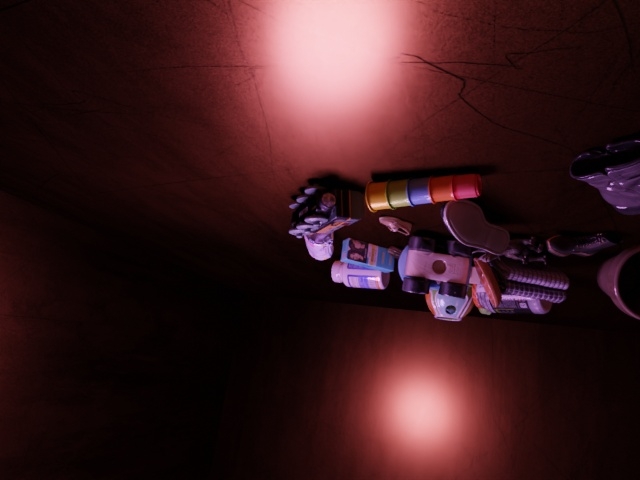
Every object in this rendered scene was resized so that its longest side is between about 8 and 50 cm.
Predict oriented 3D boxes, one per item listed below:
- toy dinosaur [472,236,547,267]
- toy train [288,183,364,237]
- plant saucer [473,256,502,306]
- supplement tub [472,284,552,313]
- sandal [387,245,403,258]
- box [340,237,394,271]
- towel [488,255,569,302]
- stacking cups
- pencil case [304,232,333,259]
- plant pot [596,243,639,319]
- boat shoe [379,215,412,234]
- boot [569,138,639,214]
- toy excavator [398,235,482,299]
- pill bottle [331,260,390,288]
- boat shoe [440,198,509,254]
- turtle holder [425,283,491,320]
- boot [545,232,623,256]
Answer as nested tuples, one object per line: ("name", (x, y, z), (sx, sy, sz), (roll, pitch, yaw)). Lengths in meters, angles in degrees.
("toy dinosaur", (0.726, 0.035, 1.666), (0.313, 0.121, 0.160), (3, -172, -33))
("toy train", (0.010, -0.091, 1.548), (0.190, 0.142, 0.334), (4, 167, -20))
("plant saucer", (0.636, 0.153, 1.717), (0.037, 0.200, 0.200), (-22, 156, 11))
("supplement tub", (0.884, 0.242, 2.105), (0.193, 0.194, 0.316), (23, 159, -40))
("sandal", (0.405, 0.071, 2.038), (0.219, 0.060, 0.090), (26, 156, -5))
("box", (0.215, 0.068, 2.043), (0.244, 0.101, 0.060), (15, 162, -21))
("towel", (0.798, 0.150, 1.784), (0.235, 0.121, 0.284), (8, -169, 3))
("stacking cups", (0.286, -0.135, 1.283), (0.316, 0.096, 0.096), (-1, 161, 34))
("pencil case", (0.000, 0.000, 1.892), (0.124, 0.113, 0.273), (30, 167, 8))
("plant pot", (1.095, 0.138, 1.582), (0.263, 0.263, 0.229), (8, -179, 2))
("boat shoe", (0.277, -0.054, 1.670), (0.135, 0.045, 0.050), (14, 164, -18))
("boot", (0.742, -0.149, 0.963), (0.222, 0.118, 0.338), (24, 155, -28))
("toy excavator", (0.536, 0.119, 1.933), (0.432, 0.222, 0.445), (8, 178, 2))
("pill bottle", (0.200, 0.162, 2.287), (0.272, 0.152, 0.152), (2, 163, 27))
("boat shoe", (0.472, -0.050, 1.453), (0.340, 0.127, 0.113), (17, -175, -36))
("turtle holder", (0.700, 0.301, 2.356), (0.320, 0.228, 0.243), (14, 163, -16))
("boot", (0.872, 0.001, 1.507), (0.197, 0.077, 0.137), (0, 163, -17))
